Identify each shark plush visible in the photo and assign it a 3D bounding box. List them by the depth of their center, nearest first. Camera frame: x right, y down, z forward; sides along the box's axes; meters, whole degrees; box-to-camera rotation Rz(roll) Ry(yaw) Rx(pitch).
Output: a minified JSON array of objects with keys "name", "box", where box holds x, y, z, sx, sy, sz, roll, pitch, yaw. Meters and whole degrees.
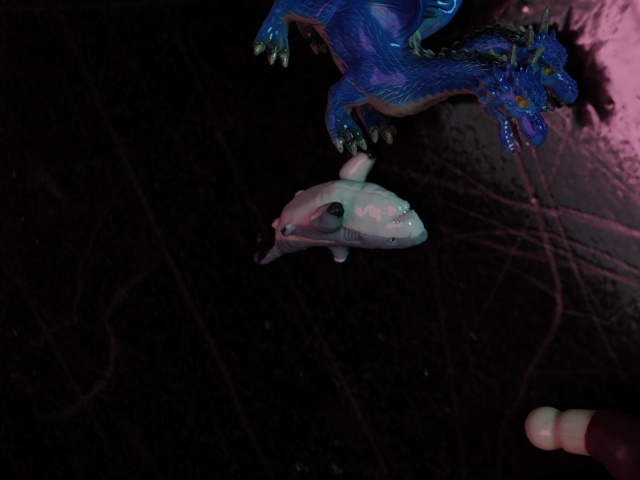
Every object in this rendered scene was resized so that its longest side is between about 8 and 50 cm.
[{"name":"shark plush","box":[0.000,0.000,0.601,0.161,0.073,0.067,-28,115,34]}]

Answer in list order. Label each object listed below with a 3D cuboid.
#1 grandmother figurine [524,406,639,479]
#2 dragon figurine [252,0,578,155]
[{"name":"grandmother figurine","box":[0.198,0.191,0.476,0.208,0.104,0.342,52,130,3]},{"name":"dragon figurine","box":[0.034,-0.155,0.510,0.144,0.085,0.289,-44,76,36]}]
